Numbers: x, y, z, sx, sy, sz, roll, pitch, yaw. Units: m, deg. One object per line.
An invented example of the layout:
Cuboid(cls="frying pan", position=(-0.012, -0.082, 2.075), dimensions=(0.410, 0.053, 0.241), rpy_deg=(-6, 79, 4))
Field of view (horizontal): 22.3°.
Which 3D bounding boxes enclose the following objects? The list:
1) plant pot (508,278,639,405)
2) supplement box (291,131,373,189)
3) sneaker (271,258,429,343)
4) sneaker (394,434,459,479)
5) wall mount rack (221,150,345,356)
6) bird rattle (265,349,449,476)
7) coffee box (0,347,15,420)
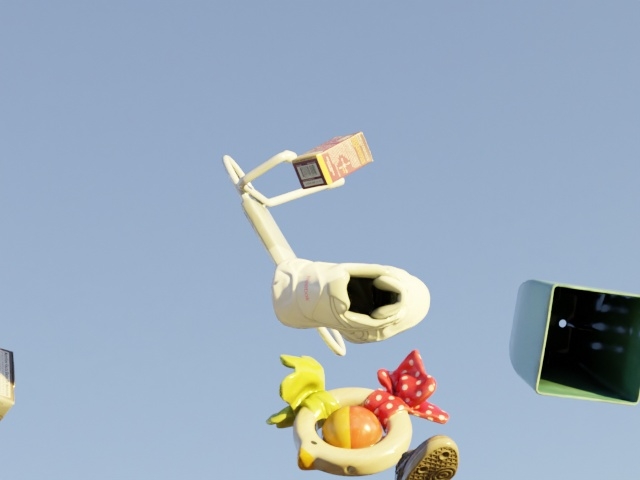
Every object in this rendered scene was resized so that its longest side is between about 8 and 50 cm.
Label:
Cuboid(cls="plant pot", position=(0.381, 0.143, 2.504), dimensions=(0.166, 0.165, 0.234), rpy_deg=(8, 4, -13))
Cuboid(cls="supplement box", position=(0.015, -0.100, 2.036), dimensions=(0.083, 0.043, 0.055), rpy_deg=(-30, 13, -36))
Cuboid(cls="sneaker", position=(0.058, 0.067, 1.731), dimensions=(0.115, 0.090, 0.232), rpy_deg=(0, -3, 40))
Cuboid(cls="sneaker", position=(0.117, 0.282, 1.992), dimensions=(0.066, 0.071, 0.188), rpy_deg=(-3, -39, -19))
Cuboid(cls="wall mount rack", position=(0.000, 0.000, 2.424), dimensions=(0.130, 0.350, 0.304), rpy_deg=(-32, -13, 8))
Cuboid(cls="bird rattle", position=(0.052, 0.256, 2.254), dimensions=(0.254, 0.207, 0.143), rpy_deg=(8, -54, -3))
Cuboid(cls="coffee box", position=(-0.557, 0.194, 2.204), dimensions=(0.246, 0.098, 0.141), rpy_deg=(21, -53, -31))
